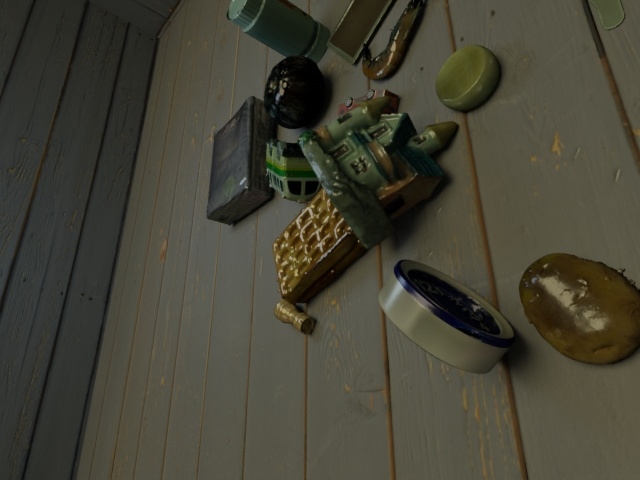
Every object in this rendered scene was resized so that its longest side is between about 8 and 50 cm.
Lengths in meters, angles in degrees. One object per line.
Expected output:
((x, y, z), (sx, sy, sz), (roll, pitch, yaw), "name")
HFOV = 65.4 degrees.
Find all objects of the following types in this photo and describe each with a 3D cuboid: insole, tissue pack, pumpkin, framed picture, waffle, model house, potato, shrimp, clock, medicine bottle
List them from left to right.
((-0.289, -0.285, 1.815), (0.288, 0.124, 0.394), (-27, 54, 44), "tissue pack")
((-0.137, -0.715, 1.652), (0.158, 0.318, 0.158), (-26, 56, 44), "medicine bottle")
((-0.084, -0.477, 1.600), (0.233, 0.163, 0.233), (-32, 52, 52), "pumpkin")
((0.000, 0.000, 1.323), (0.328, 0.098, 0.224), (-46, 41, 32), "waffle")
((0.137, -0.704, 1.542), (0.293, 0.018, 0.231), (-55, 38, 20), "framed picture")
((0.187, -0.576, 1.387), (0.198, 0.051, 0.262), (41, 110, 53), "shrimp")
((0.151, -0.196, 1.099), (0.325, 0.194, 0.267), (-32, 51, 5), "model house")
((0.214, 0.127, 0.858), (0.083, 0.230, 0.230), (-63, 36, 17), "clock")
((0.392, 0.095, 0.768), (0.164, 0.081, 0.200), (-58, 39, 15), "potato")
((0.522, -0.447, 0.919), (0.053, 0.002, 0.153), (-28, 53, 43), "insole")

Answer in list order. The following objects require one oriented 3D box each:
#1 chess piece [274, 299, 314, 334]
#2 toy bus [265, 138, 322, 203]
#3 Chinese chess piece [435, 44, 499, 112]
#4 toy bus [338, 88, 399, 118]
((-0.068, 0.208, 1.344), (0.122, 0.066, 0.066), (27, 96, 49), "chess piece")
((-0.078, -0.208, 1.438), (0.276, 0.133, 0.165), (-137, 48, -70), "toy bus")
((0.322, -0.356, 1.096), (0.144, 0.058, 0.144), (-29, 51, 42), "Chinese chess piece")
((0.125, -0.357, 1.353), (0.192, 0.065, 0.077), (-3, 79, 53), "toy bus")
